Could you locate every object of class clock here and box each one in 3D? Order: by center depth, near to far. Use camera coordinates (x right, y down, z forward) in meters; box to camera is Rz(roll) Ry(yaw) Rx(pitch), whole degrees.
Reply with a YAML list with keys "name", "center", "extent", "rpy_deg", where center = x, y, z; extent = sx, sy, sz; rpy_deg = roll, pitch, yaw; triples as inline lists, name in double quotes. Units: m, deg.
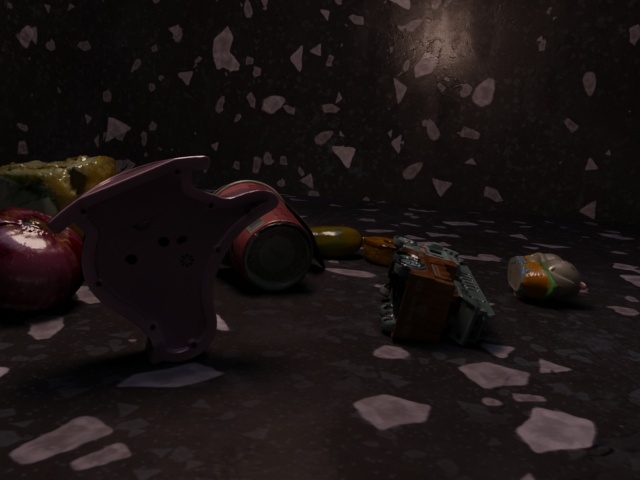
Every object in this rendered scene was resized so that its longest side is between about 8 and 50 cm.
- name: "clock"
  center: [-0.193, 0.012, 0.808]
  extent: [0.290, 0.275, 0.080]
  rpy_deg: [-30, 20, -17]
- name: "clock"
  center: [0.516, 0.083, 1.269]
  extent: [0.144, 0.103, 0.231]
  rpy_deg: [6, 12, 6]

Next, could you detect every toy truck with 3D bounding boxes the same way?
- name: "toy truck"
  center: [0.217, 0.090, 1.067]
  extent: [0.185, 0.132, 0.338]
  rpy_deg: [14, 14, 4]

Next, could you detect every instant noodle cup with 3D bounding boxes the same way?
- name: "instant noodle cup"
  center: [-0.140, -0.001, 1.268]
  extent: [0.244, 0.243, 0.255]
  rpy_deg: [-1, 20, -26]

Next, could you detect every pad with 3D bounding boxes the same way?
- name: "pad"
  center: [-0.070, -0.044, 1.460]
  extent: [0.002, 0.176, 0.266]
  rpy_deg: [-33, 47, -12]

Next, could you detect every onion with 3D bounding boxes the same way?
- name: "onion"
  center: [-0.513, 0.040, 0.984]
  extent: [0.201, 0.200, 0.207]
  rpy_deg: [0, -2, -20]

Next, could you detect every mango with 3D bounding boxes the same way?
- name: "mango"
  center: [0.003, 0.000, 1.610]
  extent: [0.238, 0.091, 0.137]
  rpy_deg: [5, 6, 9]

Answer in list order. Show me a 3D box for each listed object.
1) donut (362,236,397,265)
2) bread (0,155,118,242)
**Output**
- name: "donut"
  center: [0.198, 0.033, 1.569]
  extent: [0.162, 0.065, 0.178]
  rpy_deg: [6, 8, -14]
- name: "bread"
  center: [-0.767, -0.102, 1.490]
  extent: [0.396, 0.239, 0.264]
  rpy_deg: [0, 13, 13]
